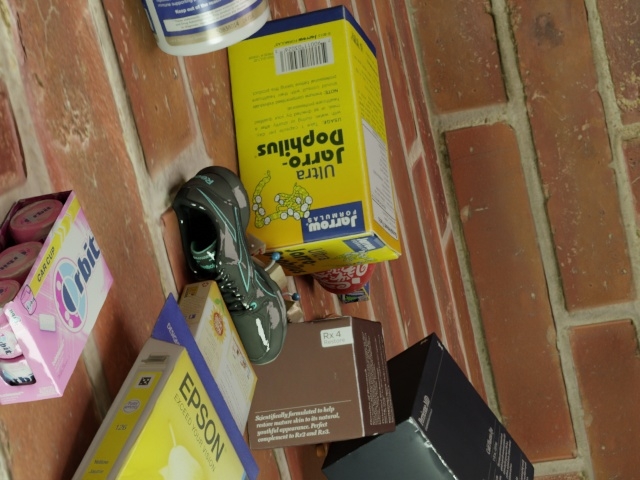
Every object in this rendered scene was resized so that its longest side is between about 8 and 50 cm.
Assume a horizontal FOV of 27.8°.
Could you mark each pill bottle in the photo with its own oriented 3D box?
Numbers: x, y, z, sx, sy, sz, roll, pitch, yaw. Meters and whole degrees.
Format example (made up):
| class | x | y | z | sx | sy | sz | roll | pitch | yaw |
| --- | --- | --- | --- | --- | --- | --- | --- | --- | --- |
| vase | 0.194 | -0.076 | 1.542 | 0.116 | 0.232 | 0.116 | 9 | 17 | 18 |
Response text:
| class | x | y | z | sx | sy | sz | roll | pitch | yaw |
| --- | --- | --- | --- | --- | --- | --- | --- | --- | --- |
| pill bottle | -0.169 | -0.376 | 1.598 | 0.153 | 0.153 | 0.265 | -75 | 152 | -58 |

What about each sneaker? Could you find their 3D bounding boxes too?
| class | x | y | z | sx | sy | sz | roll | pitch | yaw |
| --- | --- | --- | --- | --- | --- | --- | --- | --- | --- |
| sneaker | -0.126 | 0.042 | 1.660 | 0.106 | 0.101 | 0.267 | -35 | 108 | -61 |

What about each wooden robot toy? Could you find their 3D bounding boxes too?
| class | x | y | z | sx | sy | sz | roll | pitch | yaw |
| --- | --- | --- | --- | --- | --- | --- | --- | --- | --- |
| wooden robot toy | -0.089 | 0.071 | 1.846 | 0.079 | 0.076 | 0.173 | -49 | 139 | -24 |

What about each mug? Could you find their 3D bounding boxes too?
| class | x | y | z | sx | sy | sz | roll | pitch | yaw |
| --- | --- | --- | --- | --- | --- | --- | --- | --- | --- |
| mug | -0.003 | 0.009 | 2.147 | 0.113 | 0.150 | 0.169 | -61 | 154 | -3 |

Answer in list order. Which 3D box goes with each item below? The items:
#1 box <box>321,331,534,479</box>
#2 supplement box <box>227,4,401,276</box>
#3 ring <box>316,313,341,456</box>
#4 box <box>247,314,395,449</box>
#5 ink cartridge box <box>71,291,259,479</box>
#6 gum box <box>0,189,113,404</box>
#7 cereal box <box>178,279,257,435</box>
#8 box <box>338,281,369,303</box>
| class | x | y | z | sx | sy | sz | roll | pitch | yaw |
| --- | --- | --- | --- | --- | --- | --- | --- | --- | --- |
| box | 0.187 | 0.373 | 2.113 | 0.312 | 0.179 | 0.343 | 54 | 19 | -8 |
| supplement box | -0.010 | -0.146 | 1.980 | 0.194 | 0.195 | 0.357 | 36 | 46 | -69 |
| ring | 0.035 | 0.292 | 2.205 | 0.336 | 0.032 | 0.337 | -9 | 90 | -76 |
| box | -0.002 | 0.203 | 1.840 | 0.203 | 0.168 | 0.167 | 19 | 63 | -73 |
| ink cartridge box | -0.139 | 0.266 | 1.374 | 0.307 | 0.072 | 0.304 | -64 | 143 | -43 |
| gum box | -0.257 | 0.052 | 1.172 | 0.188 | 0.062 | 0.107 | -78 | 154 | -55 |
| cereal box | -0.141 | 0.186 | 1.560 | 0.240 | 0.047 | 0.173 | -76 | 152 | -54 |
| box | 0.042 | 0.049 | 2.335 | 0.169 | 0.054 | 0.059 | 60 | 25 | -55 |
